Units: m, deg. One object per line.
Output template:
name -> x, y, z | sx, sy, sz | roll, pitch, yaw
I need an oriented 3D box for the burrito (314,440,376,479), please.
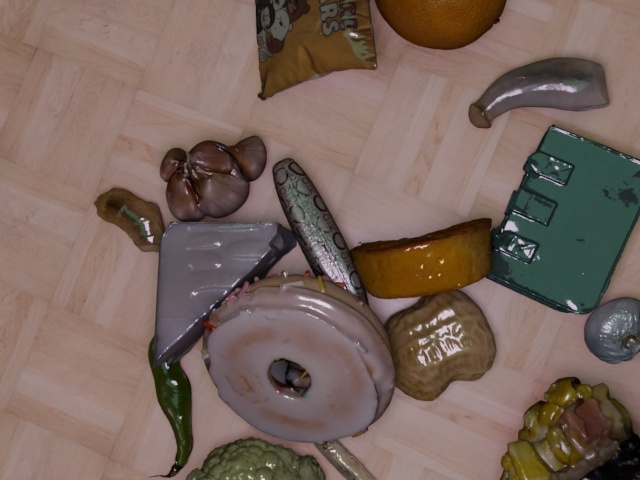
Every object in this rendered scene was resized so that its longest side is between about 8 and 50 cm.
burrito -> 0.060, 0.459, 1.639 | 0.185, 0.041, 0.045 | 45, 51, 7

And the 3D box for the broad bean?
broad bean -> -0.311, 0.335, 1.679 | 0.098, 0.056, 0.317 | 0, 89, 7

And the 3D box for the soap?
soap -> -0.185, 0.106, 1.608 | 0.258, 0.159, 0.302 | 1, 79, 4

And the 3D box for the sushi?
sushi -> 0.453, 0.428, 1.469 | 0.328, 0.328, 0.285 | -47, 69, 16

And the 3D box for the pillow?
pillow -> -0.019, -0.459, 1.619 | 0.313, 0.119, 0.309 | -7, 83, 38

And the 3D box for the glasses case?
glasses case -> 0.000, 0.000, 1.617 | 0.085, 0.137, 0.354 | -26, 86, -1

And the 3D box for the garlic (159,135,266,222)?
garlic -> -0.210, -0.121, 1.634 | 0.214, 0.191, 0.160 | -6, 97, 0

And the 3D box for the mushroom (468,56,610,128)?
mushroom -> 0.424, -0.295, 1.609 | 0.270, 0.103, 0.118 | -8, 80, 16

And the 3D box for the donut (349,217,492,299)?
donut -> 0.197, 0.036, 1.536 | 0.278, 0.277, 0.108 | -12, 95, 6

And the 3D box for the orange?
orange -> 0.234, -0.491, 1.561 | 0.265, 0.264, 0.264 | 0, 87, 7

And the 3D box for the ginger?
ginger -> -0.390, -0.045, 1.701 | 0.190, 0.069, 0.095 | 33, 113, 7

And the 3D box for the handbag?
handbag -> 0.476, -0.035, 1.590 | 0.239, 0.089, 0.326 | 25, 91, 7

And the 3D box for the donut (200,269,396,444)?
donut -> -0.039, 0.217, 1.541 | 0.383, 0.142, 0.382 | 7, 125, 11

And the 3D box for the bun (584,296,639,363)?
bun -> 0.575, 0.177, 1.546 | 0.141, 0.083, 0.140 | -8, 117, -15

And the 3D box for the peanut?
peanut -> 0.220, 0.206, 1.597 | 0.233, 0.110, 0.196 | -29, 84, 3

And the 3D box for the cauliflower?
cauliflower -> -0.119, 0.524, 1.551 | 0.327, 0.260, 0.280 | -23, 105, -31
